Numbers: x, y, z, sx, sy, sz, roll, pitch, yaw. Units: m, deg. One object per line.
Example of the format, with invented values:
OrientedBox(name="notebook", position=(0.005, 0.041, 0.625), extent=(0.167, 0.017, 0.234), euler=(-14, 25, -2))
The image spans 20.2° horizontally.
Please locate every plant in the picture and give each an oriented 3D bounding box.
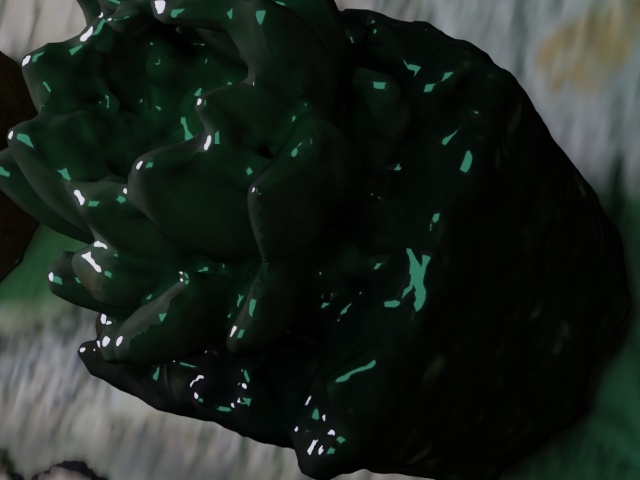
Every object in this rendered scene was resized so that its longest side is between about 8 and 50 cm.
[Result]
OrientedBox(name="plant", position=(0.000, 0.000, 0.525), extent=(0.129, 0.194, 0.132), euler=(12, 80, 42))

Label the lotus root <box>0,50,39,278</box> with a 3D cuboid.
OrientedBox(name="lotus root", position=(-0.172, -0.041, 0.742), extent=(0.122, 0.081, 0.112), euler=(5, 69, 36))
